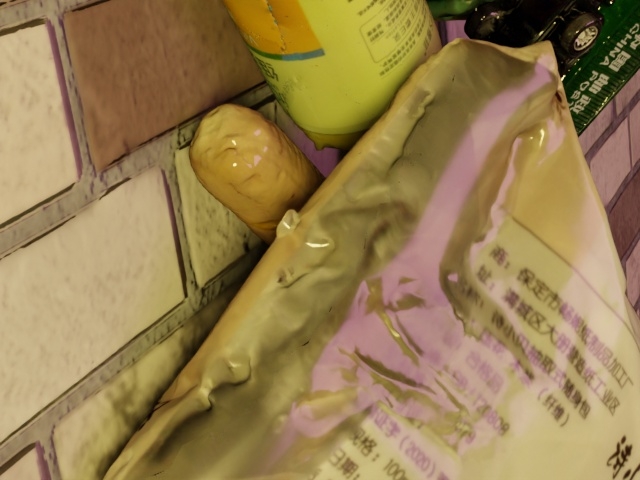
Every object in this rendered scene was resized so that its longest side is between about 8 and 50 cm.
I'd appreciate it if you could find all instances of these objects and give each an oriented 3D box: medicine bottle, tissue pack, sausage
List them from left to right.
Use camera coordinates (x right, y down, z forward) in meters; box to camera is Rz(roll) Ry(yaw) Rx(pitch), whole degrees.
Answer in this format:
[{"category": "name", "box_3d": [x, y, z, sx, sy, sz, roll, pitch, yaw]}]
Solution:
[{"category": "medicine bottle", "box_3d": [-0.003, -0.159, 0.786, 0.239, 0.124, 0.124, 61, 39, -46]}, {"category": "sausage", "box_3d": [-0.001, -0.001, 0.860, 0.301, 0.066, 0.066, 50, 48, -54]}, {"category": "tissue pack", "box_3d": [0.074, 0.120, 0.814, 0.390, 0.195, 0.375, -50, 135, -16]}]

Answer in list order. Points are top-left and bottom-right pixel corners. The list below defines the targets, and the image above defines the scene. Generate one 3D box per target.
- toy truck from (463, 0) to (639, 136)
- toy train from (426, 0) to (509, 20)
[{"category": "toy truck", "box_3d": [0.137, -0.103, 0.950, 0.259, 0.088, 0.121, -50, 151, 19]}, {"category": "toy train", "box_3d": [0.108, -0.334, 0.976, 0.253, 0.160, 0.397, -24, 113, -54]}]
